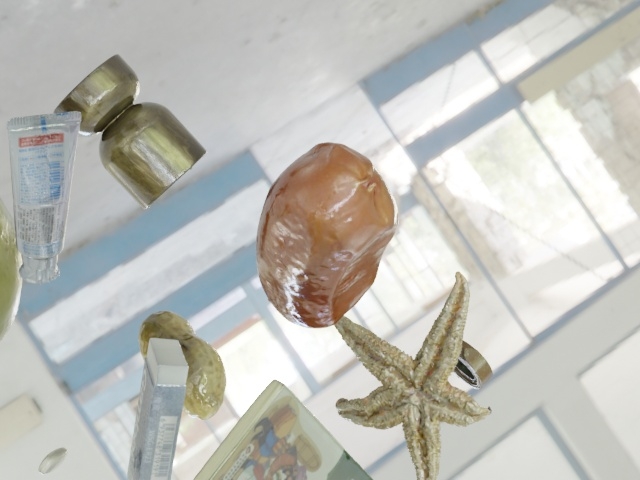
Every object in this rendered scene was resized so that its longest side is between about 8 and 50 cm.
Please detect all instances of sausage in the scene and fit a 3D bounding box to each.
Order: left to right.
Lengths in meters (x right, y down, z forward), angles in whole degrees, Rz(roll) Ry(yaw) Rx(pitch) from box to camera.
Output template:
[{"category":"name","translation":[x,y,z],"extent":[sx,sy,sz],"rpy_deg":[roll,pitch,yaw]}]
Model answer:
[{"category":"sausage","translation":[-0.002,-0.002,0.956],"extent":[0.133,0.133,0.258],"rpy_deg":[-33,162,-23]}]

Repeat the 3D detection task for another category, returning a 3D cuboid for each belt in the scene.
[{"category":"belt","translation":[0.229,0.189,1.476],"extent":[0.036,0.083,0.059],"rpy_deg":[-38,160,-27]}]

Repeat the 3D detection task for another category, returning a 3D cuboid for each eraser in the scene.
[{"category":"eraser","translation":[-0.218,0.245,1.275],"extent":[0.046,0.213,0.092],"rpy_deg":[6,-162,-20]}]

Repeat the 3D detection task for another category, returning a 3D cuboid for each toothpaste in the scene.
[{"category":"toothpaste","translation":[-0.343,-0.051,1.176],"extent":[0.089,0.057,0.234],"rpy_deg":[-12,133,-33]}]

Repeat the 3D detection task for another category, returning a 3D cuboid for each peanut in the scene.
[{"category":"peanut","translation":[-0.226,0.199,1.562],"extent":[0.098,0.229,0.103],"rpy_deg":[-23,132,-27]}]

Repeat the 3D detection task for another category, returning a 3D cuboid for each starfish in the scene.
[{"category":"starfish","translation":[0.104,0.169,1.197],"extent":[0.048,0.231,0.295],"rpy_deg":[-19,121,-58]}]

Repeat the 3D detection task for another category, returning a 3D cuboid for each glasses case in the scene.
[{"category":"glasses case","translation":[-0.422,0.348,1.506],"extent":[0.032,0.021,0.083],"rpy_deg":[-56,175,2]}]

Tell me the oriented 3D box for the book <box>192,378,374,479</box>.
[{"category":"book","translation":[-0.048,0.312,1.132],"extent":[0.027,0.264,0.202],"rpy_deg":[20,-115,44]}]

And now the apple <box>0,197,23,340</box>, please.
[{"category":"apple","translation":[-0.671,0.031,1.685],"extent":[0.320,0.311,0.360],"rpy_deg":[-49,-150,27]}]

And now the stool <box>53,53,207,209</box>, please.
[{"category":"stool","translation":[-0.379,-0.215,1.910],"extent":[0.179,0.264,0.179],"rpy_deg":[-41,-171,8]}]
